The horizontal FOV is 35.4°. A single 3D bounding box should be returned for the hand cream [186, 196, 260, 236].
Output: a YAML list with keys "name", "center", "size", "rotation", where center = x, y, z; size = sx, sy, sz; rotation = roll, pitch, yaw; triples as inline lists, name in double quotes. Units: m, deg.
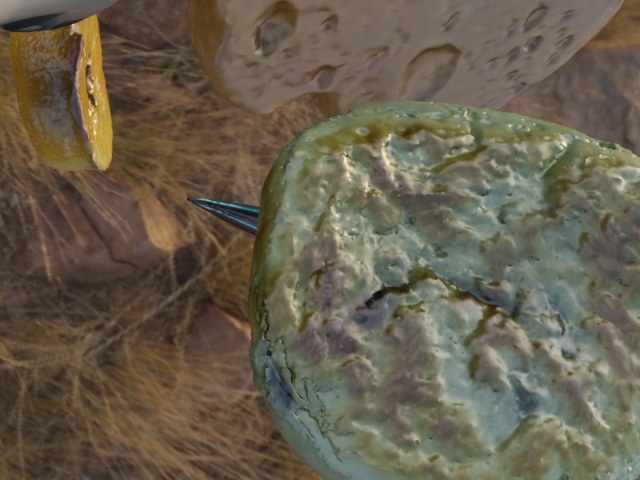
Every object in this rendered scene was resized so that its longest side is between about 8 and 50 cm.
- name: "hand cream"
  center: [0.000, 0.000, 1.035]
  size: [0.120, 0.270, 0.061]
  rotation: [31, 77, -66]

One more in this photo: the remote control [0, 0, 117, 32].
- name: "remote control"
  center: [-0.222, -0.175, 0.742]
  size: [0.109, 0.313, 0.055]
  rotation: [-8, 109, 13]

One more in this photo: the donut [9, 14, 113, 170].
- name: "donut"
  center: [-0.258, -0.160, 1.003]
  size: [0.075, 0.174, 0.190]
  rotation: [-6, 121, -5]

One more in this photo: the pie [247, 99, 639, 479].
- name: "pie"
  center: [0.074, 0.025, 0.494]
  size: [0.240, 0.054, 0.240]
  rotation: [3, 69, -8]

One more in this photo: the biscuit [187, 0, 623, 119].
- name: "biscuit"
  center: [0.077, -0.176, 0.601]
  size: [0.312, 0.057, 0.351]
  rotation: [2, 142, -37]
